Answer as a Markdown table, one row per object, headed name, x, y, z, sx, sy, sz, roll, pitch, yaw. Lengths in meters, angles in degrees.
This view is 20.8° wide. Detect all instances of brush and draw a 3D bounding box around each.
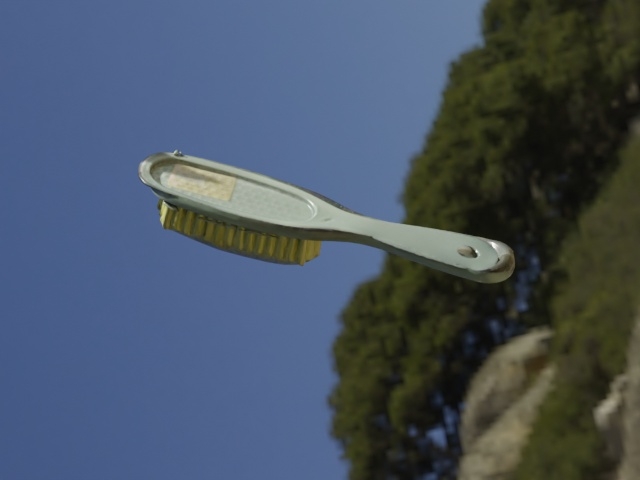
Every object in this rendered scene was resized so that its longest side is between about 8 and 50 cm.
| name | x | y | z | sx | sy | sz | roll | pitch | yaw |
| --- | --- | --- | --- | --- | --- | --- | --- | --- | --- |
| brush | 0.000 | 0.000 | 1.337 | 0.068 | 0.296 | 0.060 | -67 | -10 | -57 |
